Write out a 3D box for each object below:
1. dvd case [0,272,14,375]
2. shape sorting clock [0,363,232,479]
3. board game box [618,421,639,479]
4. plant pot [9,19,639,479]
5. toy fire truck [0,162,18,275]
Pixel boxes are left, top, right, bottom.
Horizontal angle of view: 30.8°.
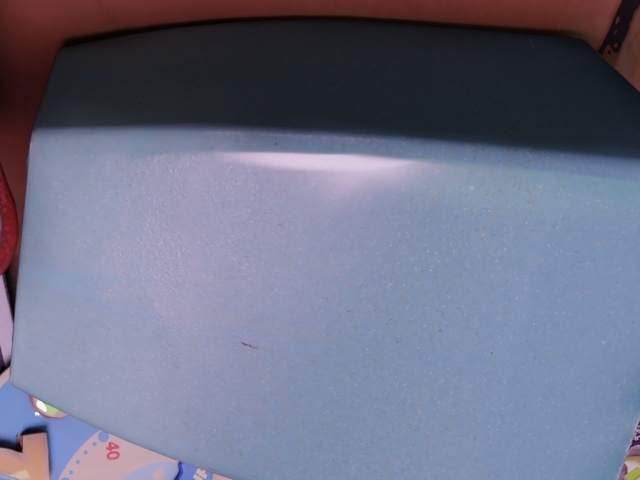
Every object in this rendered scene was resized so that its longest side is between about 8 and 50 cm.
[{"bbox_3d":[-0.215,0.113,0.525,0.179,0.029,0.239,-17,122,-23],"label":"dvd case"},{"bbox_3d":[-0.072,0.132,0.533,0.206,0.040,0.206,5,80,-30],"label":"shape sorting clock"},{"bbox_3d":[0.224,0.129,0.665,0.346,0.056,0.208,-23,116,-2],"label":"board game box"},{"bbox_3d":[0.000,0.000,0.477,0.234,0.166,0.165,8,115,-10],"label":"plant pot"},{"bbox_3d":[-0.250,-0.030,0.343,0.302,0.169,0.254,-21,104,-20],"label":"toy fire truck"}]
